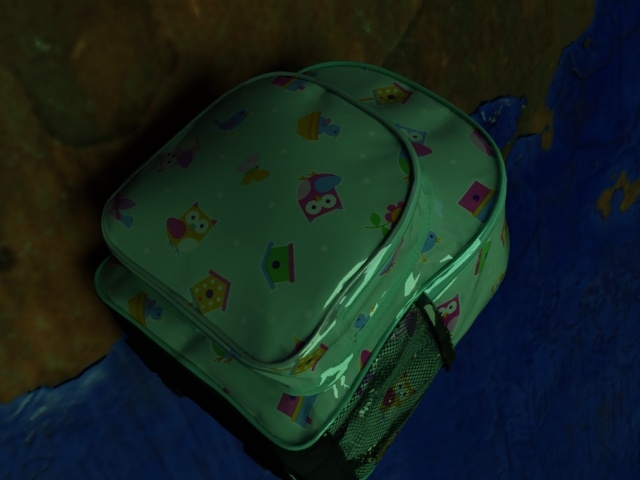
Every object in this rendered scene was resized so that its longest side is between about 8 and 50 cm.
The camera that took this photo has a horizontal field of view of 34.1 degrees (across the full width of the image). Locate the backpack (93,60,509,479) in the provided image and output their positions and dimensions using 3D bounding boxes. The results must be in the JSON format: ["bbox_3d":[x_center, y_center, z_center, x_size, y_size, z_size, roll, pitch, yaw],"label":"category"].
[{"bbox_3d":[0.000,0.000,0.512,0.188,0.166,0.144,-44,147,-19],"label":"backpack"}]
